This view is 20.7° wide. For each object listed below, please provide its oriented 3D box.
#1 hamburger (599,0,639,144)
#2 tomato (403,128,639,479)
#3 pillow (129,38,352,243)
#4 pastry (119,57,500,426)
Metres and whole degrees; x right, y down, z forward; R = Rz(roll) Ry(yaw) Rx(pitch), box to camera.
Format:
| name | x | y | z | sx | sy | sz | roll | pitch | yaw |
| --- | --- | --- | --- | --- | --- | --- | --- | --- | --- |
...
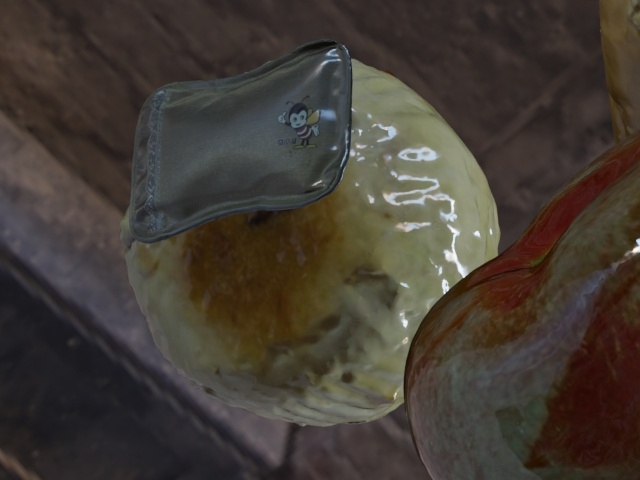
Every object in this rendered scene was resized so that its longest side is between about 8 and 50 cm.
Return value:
| name | x | y | z | sx | sy | sz | roll | pitch | yaw |
| --- | --- | --- | --- | --- | --- | --- | --- | --- | --- |
| hamburger | 0.264 | -0.176 | 1.164 | 0.318 | 0.158 | 0.318 | -4 | 90 | -78 |
| tomato | 0.185 | 0.068 | 0.871 | 0.222 | 0.270 | 0.270 | 48 | 21 | -6 |
| pillow | -0.062 | -0.070 | 1.292 | 0.033 | 0.218 | 0.130 | 22 | 66 | -47 |
| pastry | 0.000 | 0.000 | 1.782 | 0.313 | 0.388 | 0.388 | 4 | 49 | -57 |
